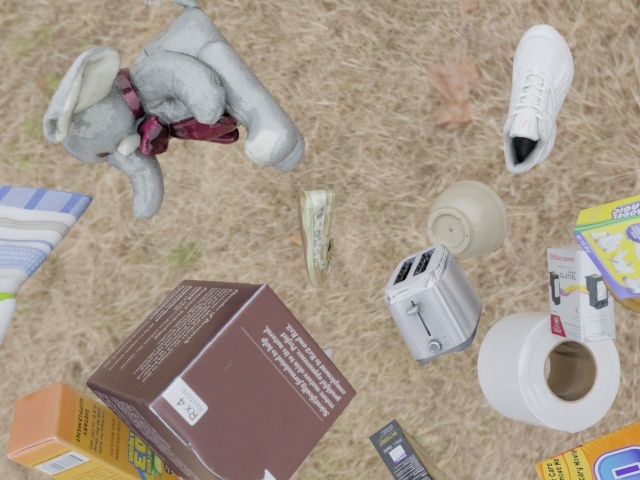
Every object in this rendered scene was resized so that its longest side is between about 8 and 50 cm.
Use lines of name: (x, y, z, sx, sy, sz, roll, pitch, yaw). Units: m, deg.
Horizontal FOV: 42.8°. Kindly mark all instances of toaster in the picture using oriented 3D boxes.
toaster: (0.204, 0.105, 1.466, 0.129, 0.227, 0.146, -25, 103, 27)

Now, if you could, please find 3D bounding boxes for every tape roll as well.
tape roll: (0.479, 0.271, 1.726, 0.246, 0.169, 0.246, 2, 84, -19)

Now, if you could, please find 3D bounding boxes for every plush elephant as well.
plush elephant: (-0.204, -0.154, 1.004, 0.255, 0.272, 0.330, -39, 98, 3)

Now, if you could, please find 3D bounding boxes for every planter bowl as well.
planter bowl: (0.284, -0.033, 1.657, 0.162, 0.109, 0.162, 15, 115, 34)

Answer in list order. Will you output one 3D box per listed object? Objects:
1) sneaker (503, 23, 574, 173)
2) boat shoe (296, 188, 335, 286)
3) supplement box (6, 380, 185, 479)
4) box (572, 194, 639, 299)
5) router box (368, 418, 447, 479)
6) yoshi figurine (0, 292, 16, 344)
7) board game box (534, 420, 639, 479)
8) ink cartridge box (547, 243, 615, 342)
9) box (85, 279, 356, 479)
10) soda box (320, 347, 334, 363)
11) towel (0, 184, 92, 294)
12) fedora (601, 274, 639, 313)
sneaker: (0.321, -0.201, 1.222, 0.090, 0.115, 0.232, 10, 123, 21)
boat shoe: (0.000, 0.000, 1.950, 0.089, 0.104, 0.285, -10, 135, -4)
supplement box: (-0.260, 0.257, 0.983, 0.080, 0.233, 0.078, -23, 48, 18)
box: (0.354, -0.002, 0.799, 0.179, 0.043, 0.105, -20, 120, 45)
router box: (0.251, 0.584, 1.964, 0.081, 0.309, 0.243, -36, 57, 2)
yoshi figurine: (-0.389, 0.055, 0.684, 0.203, 0.203, 0.362, -52, 41, 33)
board game box: (0.574, 0.489, 1.160, 0.356, 0.356, 0.356, -23, 121, 4)
ink cartridge box: (0.500, 0.099, 1.577, 0.072, 0.127, 0.175, -5, 93, -11)
box: (-0.110, 0.157, 0.875, 0.168, 0.167, 0.203, 53, 153, -21)
soda box: (-0.070, 0.172, 1.063, 0.183, 0.063, 0.058, -6, 91, 37)
towel: (-0.455, 0.000, 1.085, 0.209, 0.285, 0.034, 6, 123, 10)
fedora: (0.541, 0.026, 1.288, 0.194, 0.079, 0.194, 5, 113, 12)
